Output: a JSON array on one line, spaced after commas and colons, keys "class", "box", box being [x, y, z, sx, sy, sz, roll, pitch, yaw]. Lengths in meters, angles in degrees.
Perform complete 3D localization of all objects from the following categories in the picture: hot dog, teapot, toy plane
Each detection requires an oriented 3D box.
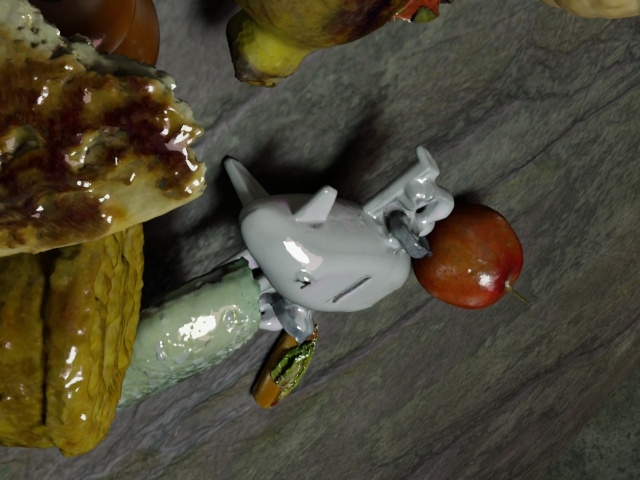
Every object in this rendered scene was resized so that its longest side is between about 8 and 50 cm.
[{"class": "hot dog", "box": [-0.034, 0.138, 1.061, 0.056, 0.041, 0.133, -10, 135, -48]}, {"class": "teapot", "box": [-0.136, -0.113, 0.514, 0.116, 0.173, 0.116, -45, 180, 0]}, {"class": "toy plane", "box": [0.002, 0.003, 0.865, 0.252, 0.118, 0.252, -22, 156, -11]}]

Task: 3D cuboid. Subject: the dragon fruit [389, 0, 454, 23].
[{"class": "dragon fruit", "box": [0.065, -0.203, 0.728, 0.116, 0.086, 0.081, -2, 91, -62]}]

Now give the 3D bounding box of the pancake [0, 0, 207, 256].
[{"class": "pancake", "box": [-0.199, -0.098, 0.448, 0.265, 0.057, 0.245, -11, 114, 2]}]

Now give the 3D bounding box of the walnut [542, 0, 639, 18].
[{"class": "walnut", "box": [0.221, -0.280, 0.713, 0.225, 0.225, 0.261, -46, 153, -1]}]

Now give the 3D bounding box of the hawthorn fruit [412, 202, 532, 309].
[{"class": "hawthorn fruit", "box": [0.176, 0.025, 1.124, 0.125, 0.140, 0.125, -45, -175, 5]}]

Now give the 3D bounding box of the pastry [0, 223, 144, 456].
[{"class": "pastry", "box": [-0.170, 0.038, 0.603, 0.103, 0.189, 0.189, 6, 137, -1]}]

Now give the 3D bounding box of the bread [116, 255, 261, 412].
[{"class": "bread", "box": [-0.132, 0.088, 0.778, 0.232, 0.064, 0.172, -27, 172, 20]}]

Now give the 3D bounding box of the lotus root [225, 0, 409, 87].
[{"class": "lotus root", "box": [0.020, -0.221, 0.576, 0.169, 0.141, 0.314, -19, 141, -45]}]
